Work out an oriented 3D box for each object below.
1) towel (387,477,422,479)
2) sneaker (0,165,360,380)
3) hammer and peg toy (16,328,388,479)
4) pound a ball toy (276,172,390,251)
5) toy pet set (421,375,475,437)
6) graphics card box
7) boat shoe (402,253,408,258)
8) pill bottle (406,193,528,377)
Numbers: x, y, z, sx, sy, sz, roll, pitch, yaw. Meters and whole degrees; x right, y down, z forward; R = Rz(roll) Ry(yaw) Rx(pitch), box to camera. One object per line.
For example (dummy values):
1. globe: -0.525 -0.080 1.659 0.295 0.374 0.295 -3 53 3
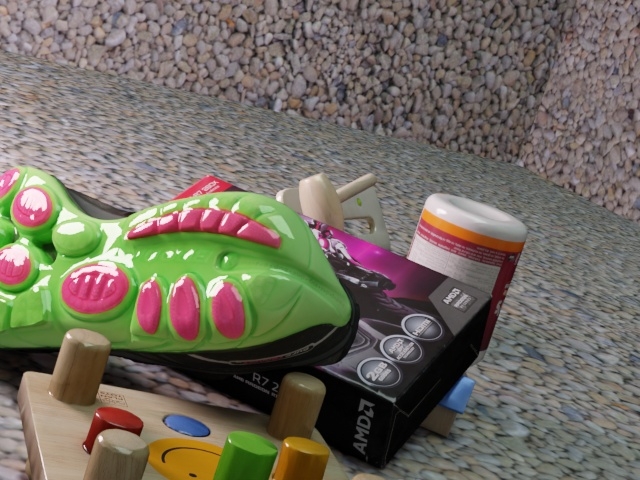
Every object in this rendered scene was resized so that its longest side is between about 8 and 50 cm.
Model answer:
1. towel: 0.150 0.284 1.102 0.209 0.034 0.285 20 14 -3
2. sneaker: -0.172 0.052 1.279 0.483 0.185 0.202 9 -20 40
3. hammer and peg toy: -0.138 0.159 1.009 0.361 0.127 0.266 14 13 -20
4. pound a ball toy: 0.000 0.000 1.790 0.208 0.135 0.319 -16 -4 27
5. toy pet set: 0.099 0.158 1.479 0.114 0.065 0.122 22 16 8
6. graphics card box: -0.036 0.071 1.451 0.371 0.094 0.233 25 36 21
7. boat shoe: 0.120 0.078 1.844 0.095 0.095 0.257 40 27 25
8. pill bottle: 0.144 0.068 1.576 0.121 0.221 0.121 17 12 -4
